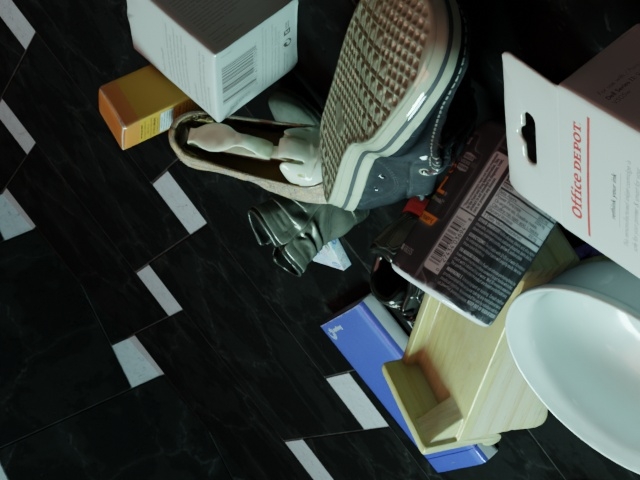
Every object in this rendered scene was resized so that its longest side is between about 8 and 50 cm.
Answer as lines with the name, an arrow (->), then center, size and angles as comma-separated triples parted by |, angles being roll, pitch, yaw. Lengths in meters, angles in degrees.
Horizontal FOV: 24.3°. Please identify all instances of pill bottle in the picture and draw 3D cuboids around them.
pill bottle -> 0.192, -0.041, 1.592 | 0.130, 0.245, 0.130 | 33, -178, -1

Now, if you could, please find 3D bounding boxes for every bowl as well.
bowl -> 0.362, 0.122, 1.652 | 0.298, 0.134, 0.298 | 34, 153, 21

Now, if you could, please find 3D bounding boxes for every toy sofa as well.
toy sofa -> 0.213, 0.094, 1.839 | 0.362, 0.177, 0.150 | 104, 148, -45

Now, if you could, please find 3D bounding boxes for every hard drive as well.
hard drive -> 0.139, 0.236, 2.419 | 0.318, 0.040, 0.210 | 51, 159, -1

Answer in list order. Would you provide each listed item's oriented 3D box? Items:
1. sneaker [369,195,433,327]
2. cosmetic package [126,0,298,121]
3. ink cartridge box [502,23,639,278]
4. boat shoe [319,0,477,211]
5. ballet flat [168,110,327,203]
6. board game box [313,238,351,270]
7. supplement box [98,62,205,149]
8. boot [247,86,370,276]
sneaker -> 0.134, 0.074, 2.023 | 0.098, 0.135, 0.276 | 28, 144, 44
cosmetic package -> -0.145, -0.293, 1.995 | 0.184, 0.151, 0.151 | 42, 156, 21
ink cartridge box -> 0.335, -0.058, 1.377 | 0.353, 0.119, 0.207 | 38, 155, 34
boat shoe -> 0.105, -0.158, 1.685 | 0.500, 0.156, 0.186 | 115, 153, -71
ballet flat -> -0.065, -0.117, 2.016 | 0.316, 0.107, 0.106 | 8, 171, 17
board game box -> 0.000, 0.000, 2.349 | 0.090, 0.020, 0.090 | 17, 139, 55
supplement box -> -0.192, -0.217, 2.085 | 0.078, 0.233, 0.080 | 58, 163, 16
boot -> -0.041, -0.080, 2.112 | 0.083, 0.161, 0.246 | 11, 135, 58
